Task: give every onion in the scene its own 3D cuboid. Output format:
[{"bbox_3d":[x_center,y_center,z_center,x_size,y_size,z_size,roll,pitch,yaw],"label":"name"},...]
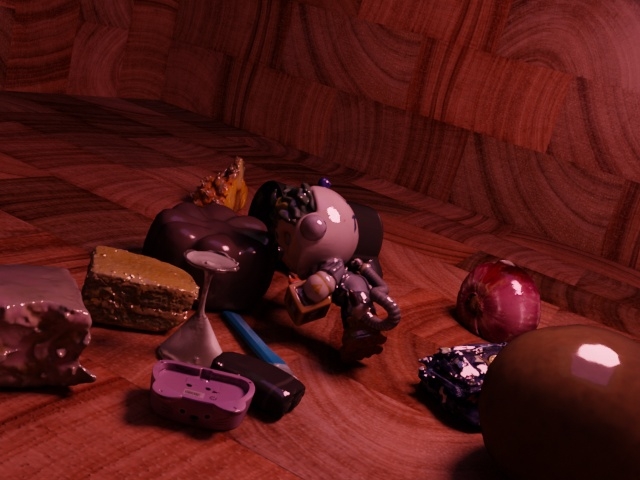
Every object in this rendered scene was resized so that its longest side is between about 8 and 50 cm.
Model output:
[{"bbox_3d":[0.429,0.139,1.716,0.201,0.200,0.207,15,21,-4],"label":"onion"}]

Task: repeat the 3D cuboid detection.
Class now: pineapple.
[{"bbox_3d":[-0.299,-0.168,2.111,0.140,0.164,0.250,10,18,10],"label":"pineapple"}]

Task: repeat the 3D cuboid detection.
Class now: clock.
[{"bbox_3d":[-0.176,0.230,1.045,0.153,0.050,0.110,14,16,-5],"label":"clock"}]

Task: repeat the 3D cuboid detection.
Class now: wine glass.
[{"bbox_3d":[-0.195,0.112,1.192,0.122,0.182,0.122,15,14,-4],"label":"wine glass"}]

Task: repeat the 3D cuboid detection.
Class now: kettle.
[{"bbox_3d":[0.003,-0.014,1.798,0.308,0.203,0.262,10,14,-30],"label":"kettle"}]

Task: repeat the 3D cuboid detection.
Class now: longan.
[{"bbox_3d":[0.389,0.263,1.073,0.297,0.297,0.297,14,16,-4],"label":"longan"}]

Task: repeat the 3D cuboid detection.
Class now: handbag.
[{"bbox_3d":[0.307,0.254,1.318,0.260,0.113,0.162,-2,16,-28],"label":"handbag"}]

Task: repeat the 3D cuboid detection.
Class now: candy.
[{"bbox_3d":[-0.427,0.120,1.031,0.185,0.137,0.195,6,16,-30],"label":"candy"}]

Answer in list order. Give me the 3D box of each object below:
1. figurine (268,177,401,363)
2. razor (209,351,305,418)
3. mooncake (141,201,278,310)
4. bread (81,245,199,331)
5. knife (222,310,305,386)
[{"bbox_3d":[0.005,0.050,1.402,0.186,0.261,0.381,-7,60,-22],"label":"figurine"},{"bbox_3d":[-0.102,0.222,1.139,0.148,0.054,0.090,22,13,21],"label":"razor"},{"bbox_3d":[-0.228,0.027,1.519,0.306,0.154,0.306,16,17,-5],"label":"mooncake"},{"bbox_3d":[-0.326,0.091,1.287,0.196,0.102,0.138,13,18,-20],"label":"bread"},{"bbox_3d":[-0.111,0.191,1.295,0.044,0.026,0.296,9,14,-32],"label":"knife"}]
